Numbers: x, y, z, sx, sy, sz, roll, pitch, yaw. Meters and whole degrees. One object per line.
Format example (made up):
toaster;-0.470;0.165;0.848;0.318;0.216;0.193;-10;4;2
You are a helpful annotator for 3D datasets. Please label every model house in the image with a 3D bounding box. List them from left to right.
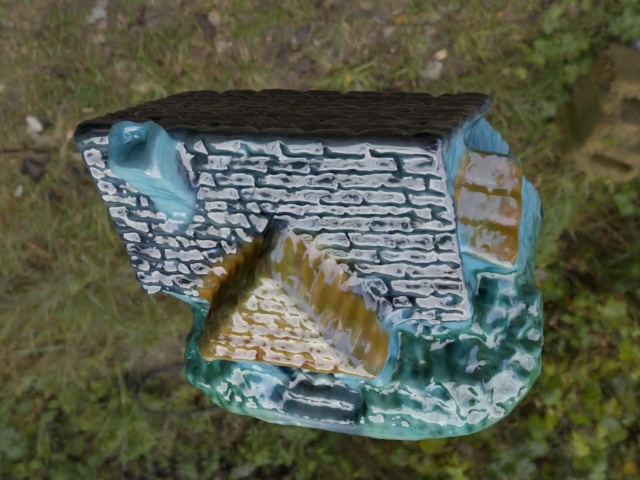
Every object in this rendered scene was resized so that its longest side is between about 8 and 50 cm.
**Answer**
model house;0.000;0.000;0.662;0.261;0.226;0.241;2;165;19
